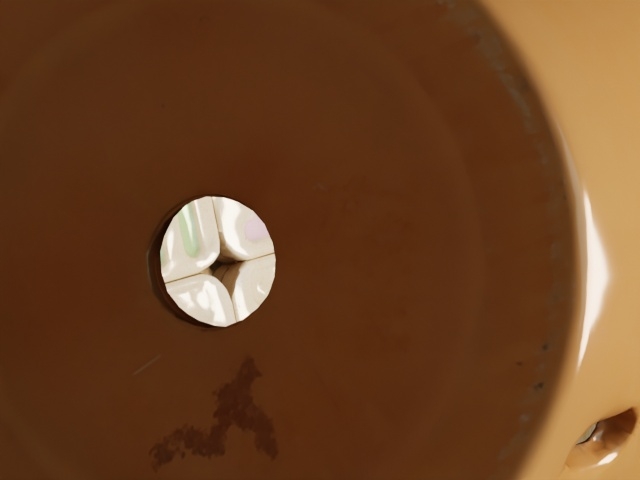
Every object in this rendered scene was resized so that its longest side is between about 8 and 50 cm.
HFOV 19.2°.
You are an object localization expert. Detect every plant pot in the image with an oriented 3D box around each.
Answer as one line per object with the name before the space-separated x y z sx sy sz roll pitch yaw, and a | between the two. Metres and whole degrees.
plant pot | 0.000 0.000 0.583 0.203 0.291 0.291 -6 92 -74

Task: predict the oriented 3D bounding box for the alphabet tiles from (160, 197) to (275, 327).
alphabet tiles | -0.063 0.016 0.791 0.284 0.021 0.278 -15 97 -49
